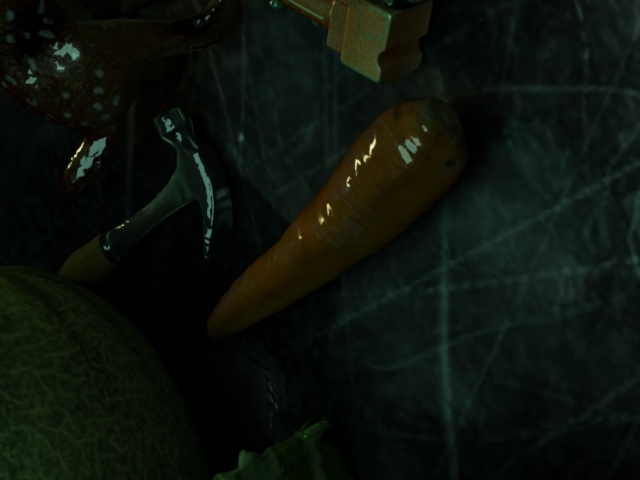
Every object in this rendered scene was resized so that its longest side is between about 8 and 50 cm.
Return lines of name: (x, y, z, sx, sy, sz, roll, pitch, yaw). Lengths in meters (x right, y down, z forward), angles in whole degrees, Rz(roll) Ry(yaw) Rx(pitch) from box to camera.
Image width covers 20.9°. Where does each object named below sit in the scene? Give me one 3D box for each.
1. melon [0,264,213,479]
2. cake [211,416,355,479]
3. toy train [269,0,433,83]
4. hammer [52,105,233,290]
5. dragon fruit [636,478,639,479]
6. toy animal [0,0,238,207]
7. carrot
melon: (-0.166, 0.160, 0.881, 0.237, 0.237, 0.302, 11, 108, 37)
cake: (-0.026, 0.213, 0.866, 0.099, 0.100, 0.235, -9, 96, 40)
toy train: (0.006, -0.121, 0.791, 0.103, 0.044, 0.064, 33, 131, 28)
hammer: (-0.114, 0.010, 0.936, 0.201, 0.021, 0.078, -37, 78, 40)
dragon fruit: (0.106, 0.216, 0.682, 0.283, 0.221, 0.204, -16, 93, 44)
toy animal: (-0.186, -0.124, 0.844, 0.243, 0.087, 0.260, 44, 104, -8)
carrot: (0.000, 0.000, 0.830, 0.216, 0.048, 0.048, -43, 74, 44)
